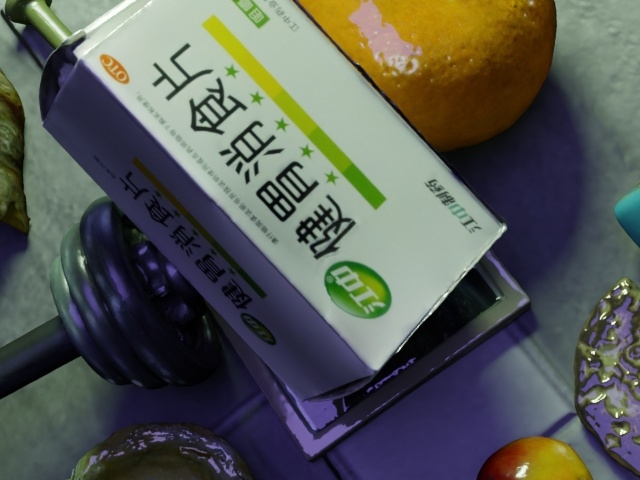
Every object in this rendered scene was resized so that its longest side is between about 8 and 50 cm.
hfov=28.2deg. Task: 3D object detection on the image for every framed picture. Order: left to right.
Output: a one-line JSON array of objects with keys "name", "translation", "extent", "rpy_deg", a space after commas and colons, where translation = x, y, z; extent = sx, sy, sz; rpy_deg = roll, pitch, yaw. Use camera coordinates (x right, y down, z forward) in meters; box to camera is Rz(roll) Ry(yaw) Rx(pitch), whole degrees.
[{"name": "framed picture", "translation": [0.000, 0.000, 1.139], "extent": [0.240, 0.020, 0.324], "rpy_deg": [-35, 69, 3]}]

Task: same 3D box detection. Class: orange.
[{"name": "orange", "translation": [0.082, -0.186, 1.086], "extent": [0.240, 0.171, 0.240], "rpy_deg": [1, 78, -3]}]

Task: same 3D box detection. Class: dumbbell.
[{"name": "dumbbell", "translation": [-0.263, 0.108, 1.083], "extent": [0.406, 0.179, 0.179], "rpy_deg": [-29, 70, 8]}, {"name": "dumbbell", "translation": [-0.258, -0.202, 1.242], "extent": [0.118, 0.052, 0.046], "rpy_deg": [47, 117, 21]}]

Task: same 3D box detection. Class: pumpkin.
[{"name": "pumpkin", "translation": [-0.367, -0.125, 1.207], "extent": [0.254, 0.130, 0.149], "rpy_deg": [28, 83, 21]}]

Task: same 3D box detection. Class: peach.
[{"name": "peach", "translation": [0.170, 0.205, 1.002], "extent": [0.101, 0.101, 0.100], "rpy_deg": [-4, 74, 13]}]

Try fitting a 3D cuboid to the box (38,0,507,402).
[{"name": "box", "translation": [-0.042, -0.054, 0.987], "extent": [0.333, 0.145, 0.173], "rpy_deg": [47, 61, -4]}]

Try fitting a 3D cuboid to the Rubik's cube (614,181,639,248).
[{"name": "Rubik's cube", "translation": [0.346, 0.012, 0.992], "extent": [0.255, 0.254, 0.254], "rpy_deg": [-4, 74, 13]}]

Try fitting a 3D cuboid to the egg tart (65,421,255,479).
[{"name": "egg tart", "translation": [-0.132, 0.248, 1.069], "extent": [0.197, 0.078, 0.197], "rpy_deg": [-3, 74, 10]}]

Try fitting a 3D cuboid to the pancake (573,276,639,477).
[{"name": "pancake", "translation": [0.297, 0.111, 1.035], "extent": [0.184, 0.020, 0.190], "rpy_deg": [-19, 72, 8]}]
